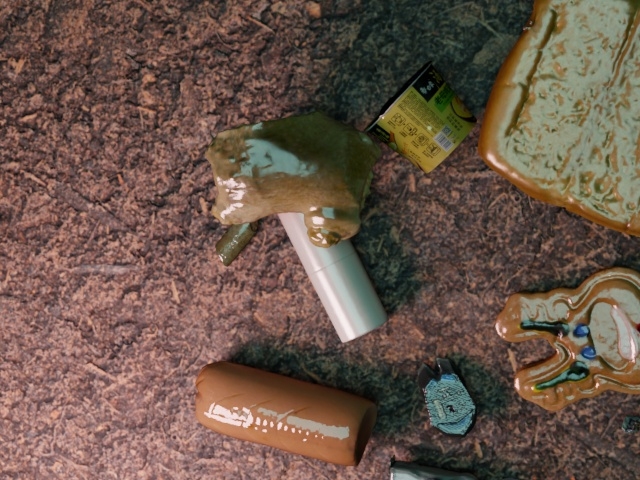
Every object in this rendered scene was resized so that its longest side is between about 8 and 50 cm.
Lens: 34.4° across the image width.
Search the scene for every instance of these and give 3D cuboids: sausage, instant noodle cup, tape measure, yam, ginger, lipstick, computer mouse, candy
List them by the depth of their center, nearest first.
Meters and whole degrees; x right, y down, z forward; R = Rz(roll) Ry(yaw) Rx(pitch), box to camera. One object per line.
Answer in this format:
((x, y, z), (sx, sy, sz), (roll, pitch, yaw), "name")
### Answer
((-0.038, -0.090, 1.559), (0.276, 0.130, 0.221), (-21, 98, 4), "ginger")
((0.156, -0.181, 1.579), (0.122, 0.151, 0.151), (45, 105, -3), "instant noodle cup")
((0.549, 0.303, 1.584), (0.175, 0.045, 0.043), (12, 115, 13), "candy")
((0.264, 0.444, 1.650), (0.330, 0.084, 0.163), (10, 101, 14), "tape measure")
((0.000, 0.000, 1.663), (0.087, 0.087, 0.326), (-27, 89, 16), "lipstick")
((0.204, 0.254, 1.664), (0.079, 0.047, 0.135), (-23, 79, 4), "computer mouse")
((-0.065, 0.281, 1.697), (0.304, 0.121, 0.121), (12, 99, 15), "sausage")
((-0.142, -0.003, 1.722), (0.043, 0.043, 0.094), (43, 104, 6), "yam")

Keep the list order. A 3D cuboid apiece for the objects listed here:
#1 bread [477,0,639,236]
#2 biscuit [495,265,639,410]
((0.420, -0.199, 1.509), (0.328, 0.148, 0.336), (21, 103, 15), "bread")
((0.444, 0.144, 1.591), (0.334, 0.047, 0.202), (-15, 93, 15), "biscuit")
